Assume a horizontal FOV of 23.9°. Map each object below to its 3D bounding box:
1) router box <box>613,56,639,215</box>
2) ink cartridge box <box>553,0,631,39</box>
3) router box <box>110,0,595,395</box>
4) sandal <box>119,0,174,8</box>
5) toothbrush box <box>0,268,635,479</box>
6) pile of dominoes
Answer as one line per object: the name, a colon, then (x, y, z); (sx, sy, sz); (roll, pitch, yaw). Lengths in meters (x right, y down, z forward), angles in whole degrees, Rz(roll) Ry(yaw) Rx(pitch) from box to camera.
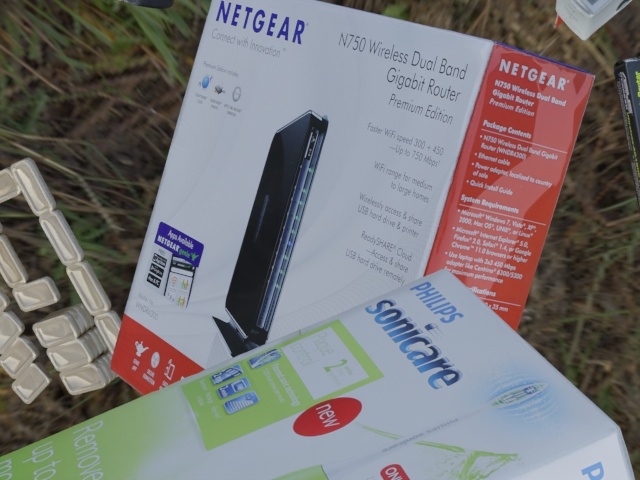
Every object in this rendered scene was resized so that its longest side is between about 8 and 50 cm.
router box: (0.210, -0.042, 0.787); (0.092, 0.038, 0.122); (-10, 92, 1)
ink cartridge box: (0.388, -0.338, 1.738); (0.275, 0.239, 0.060); (-41, 81, 2)
router box: (0.000, 0.000, 0.990); (0.082, 0.335, 0.301); (12, 97, -34)
sandal: (-0.240, -0.219, 1.190); (0.254, 0.097, 0.054); (19, 109, 5)
toothbrush box: (-0.026, 0.142, 0.632); (0.283, 0.206, 0.122); (-21, 109, -6)
pile of dominoes: (-0.298, 0.044, 1.589); (0.196, 0.040, 0.251); (-18, 104, 38)
